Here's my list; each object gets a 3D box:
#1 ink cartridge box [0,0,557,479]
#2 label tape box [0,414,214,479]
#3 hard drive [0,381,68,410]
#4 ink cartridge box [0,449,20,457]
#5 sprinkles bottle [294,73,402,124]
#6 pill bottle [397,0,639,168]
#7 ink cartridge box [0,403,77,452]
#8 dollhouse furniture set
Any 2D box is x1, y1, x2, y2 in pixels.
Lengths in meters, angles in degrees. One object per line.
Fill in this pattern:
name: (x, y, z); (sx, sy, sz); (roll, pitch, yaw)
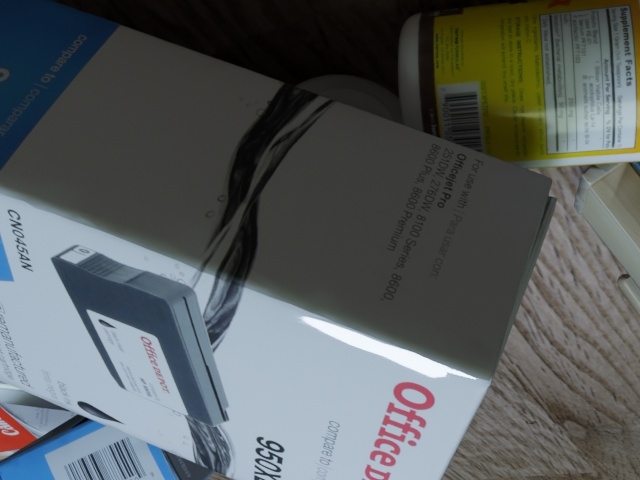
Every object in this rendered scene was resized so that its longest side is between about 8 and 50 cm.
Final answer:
ink cartridge box: (-0.073, 0.032, 0.631); (0.395, 0.166, 0.285); (20, 144, 9)
label tape box: (-0.186, 0.208, 0.992); (0.249, 0.115, 0.347); (-28, -178, 22)
hard drive: (-0.397, 0.091, 0.973); (0.307, 0.203, 0.040); (8, 122, -6)
ink cartridge box: (-0.610, 0.419, 1.736); (0.145, 0.045, 0.179); (-20, 140, 38)
sprinkles bottle: (0.000, 0.000, 0.827); (0.121, 0.121, 0.355); (7, 151, -4)
pill bottle: (0.167, -0.109, 0.612); (0.215, 0.117, 0.117); (-3, 150, 13)
ink cartridge box: (-0.452, 0.342, 1.491); (0.385, 0.091, 0.308); (-5, 150, 2)
dollhouse furniture set: (0.404, -0.041, 0.756); (0.303, 0.198, 0.286); (-35, 165, 6)
